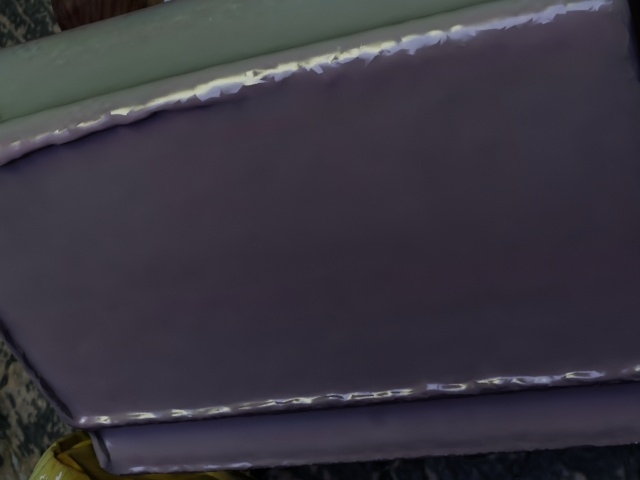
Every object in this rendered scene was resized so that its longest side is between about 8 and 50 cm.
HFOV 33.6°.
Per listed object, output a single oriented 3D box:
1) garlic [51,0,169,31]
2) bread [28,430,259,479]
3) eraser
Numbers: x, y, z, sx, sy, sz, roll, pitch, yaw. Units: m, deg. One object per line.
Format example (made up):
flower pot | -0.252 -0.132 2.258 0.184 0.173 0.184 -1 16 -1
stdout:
garlic | -0.091 -0.111 0.677 0.245 0.160 0.245 38 146 33
bread | -0.087 0.223 0.667 0.250 0.179 0.133 23 100 33
eraser | 0.000 0.000 0.557 0.359 0.272 0.122 -9 41 20
